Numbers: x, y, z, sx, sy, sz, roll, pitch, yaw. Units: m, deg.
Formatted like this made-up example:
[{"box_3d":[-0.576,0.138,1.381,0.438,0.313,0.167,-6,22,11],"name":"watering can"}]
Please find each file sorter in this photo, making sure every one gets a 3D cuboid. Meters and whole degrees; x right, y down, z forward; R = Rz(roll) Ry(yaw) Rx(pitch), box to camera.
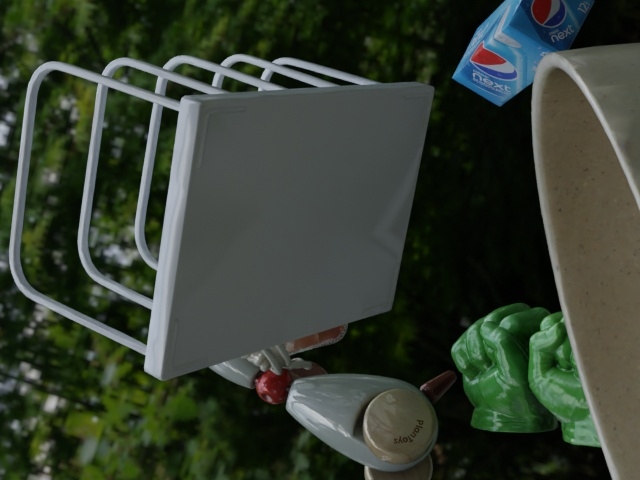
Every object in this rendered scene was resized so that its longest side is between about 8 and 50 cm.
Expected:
[{"box_3d":[-0.072,-0.040,0.976,0.278,0.173,0.192,-12,-62,-52],"name":"file sorter"}]

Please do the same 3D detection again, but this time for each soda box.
[{"box_3d":[0.206,-0.207,1.326,0.071,0.067,0.210,-61,4,-11],"name":"soda box"}]

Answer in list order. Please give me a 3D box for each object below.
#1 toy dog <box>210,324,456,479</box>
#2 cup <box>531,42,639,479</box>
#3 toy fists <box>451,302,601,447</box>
[{"box_3d":[0.027,0.160,1.517,0.161,0.334,0.220,-51,2,-27],"name":"toy dog"},{"box_3d":[0.273,0.033,0.689,0.331,0.237,0.331,-13,-90,-88],"name":"cup"},{"box_3d":[0.246,0.140,1.374,0.279,0.096,0.142,-4,88,59],"name":"toy fists"}]
